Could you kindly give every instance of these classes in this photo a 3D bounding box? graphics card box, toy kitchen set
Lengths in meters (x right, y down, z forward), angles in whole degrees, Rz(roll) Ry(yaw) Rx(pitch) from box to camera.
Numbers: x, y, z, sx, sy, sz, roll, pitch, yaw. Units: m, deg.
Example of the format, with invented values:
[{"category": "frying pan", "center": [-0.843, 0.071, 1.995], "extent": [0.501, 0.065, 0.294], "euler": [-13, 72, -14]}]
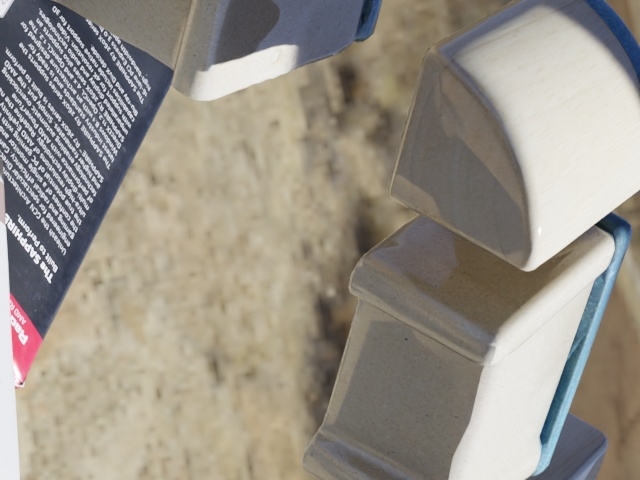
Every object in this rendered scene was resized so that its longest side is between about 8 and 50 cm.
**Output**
[{"category": "graphics card box", "center": [-0.175, -0.124, 0.940], "extent": [0.233, 0.094, 0.371], "euler": [53, 37, -29]}, {"category": "toy kitchen set", "center": [0.000, 0.000, 0.541], "extent": [0.122, 0.166, 0.207], "euler": [-32, 145, -49]}]

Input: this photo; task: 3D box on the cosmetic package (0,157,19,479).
[{"category": "cosmetic package", "center": [-0.199, 0.029, 0.445], "extent": [0.127, 0.238, 0.107], "euler": [43, 35, -53]}]
